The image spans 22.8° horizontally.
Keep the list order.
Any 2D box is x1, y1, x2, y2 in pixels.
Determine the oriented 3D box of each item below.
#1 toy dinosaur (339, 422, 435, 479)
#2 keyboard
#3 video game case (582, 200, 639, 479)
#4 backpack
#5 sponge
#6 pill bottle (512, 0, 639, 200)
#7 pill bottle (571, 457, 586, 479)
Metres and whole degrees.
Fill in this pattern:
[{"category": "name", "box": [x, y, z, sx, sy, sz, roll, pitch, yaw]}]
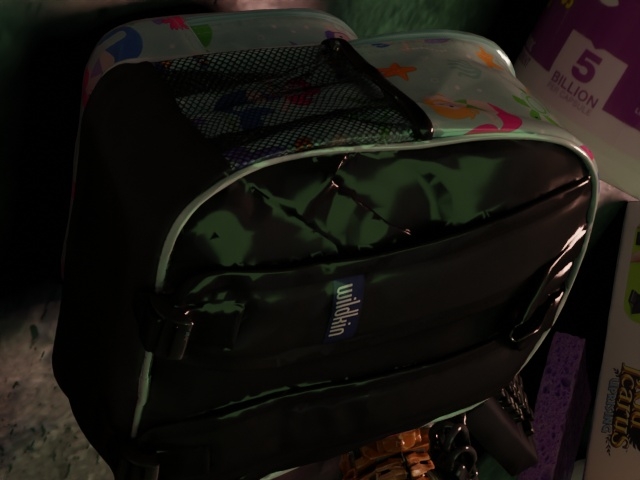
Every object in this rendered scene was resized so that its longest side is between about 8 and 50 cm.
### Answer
[{"category": "toy dinosaur", "box": [0.060, 0.249, 1.080, 0.218, 0.164, 0.321, 133, -36, -78]}, {"category": "keyboard", "box": [0.096, 0.090, 1.029, 0.033, 0.201, 0.317, -14, 153, 17]}, {"category": "video game case", "box": [0.300, 0.126, 1.317, 0.269, 0.061, 0.244, 36, 63, -57]}, {"category": "backpack", "box": [0.000, 0.000, 0.774, 0.254, 0.191, 0.225, -9, 134, -24]}, {"category": "sponge", "box": [0.181, 0.190, 1.275, 0.117, 0.031, 0.210, 72, 33, -58]}, {"category": "pill bottle", "box": [0.248, -0.176, 0.947, 0.169, 0.169, 0.301, 4, 119, -54]}, {"category": "pill bottle", "box": [0.306, 0.287, 1.538, 0.130, 0.130, 0.246, -54, 149, 6]}]
